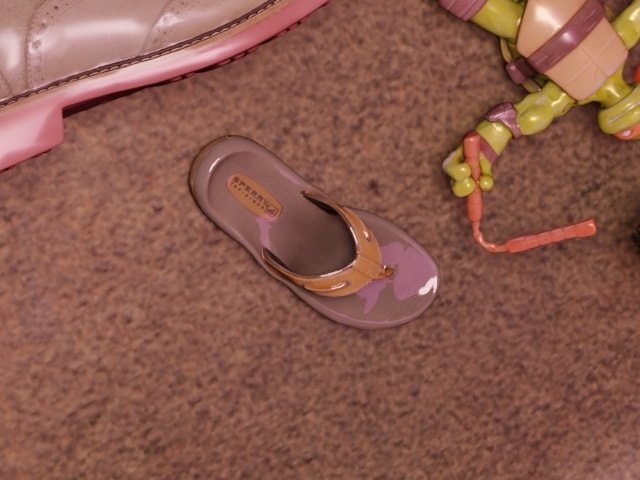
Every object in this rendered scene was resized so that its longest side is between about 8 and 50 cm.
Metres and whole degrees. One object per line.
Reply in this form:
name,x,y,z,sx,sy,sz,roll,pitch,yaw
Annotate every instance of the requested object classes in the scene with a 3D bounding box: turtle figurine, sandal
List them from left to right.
sandal,0.000,0.000,1.163,0.180,0.049,0.072,35,85,-25
turtle figurine,0.151,-0.141,1.179,0.269,0.087,0.217,-41,104,6

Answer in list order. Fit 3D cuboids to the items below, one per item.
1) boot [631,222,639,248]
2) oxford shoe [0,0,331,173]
boot,0.292,-0.094,1.193,0.089,0.236,0.269,30,89,3
oxford shoe,-0.110,-0.141,1.053,0.348,0.123,0.130,-29,98,-21
